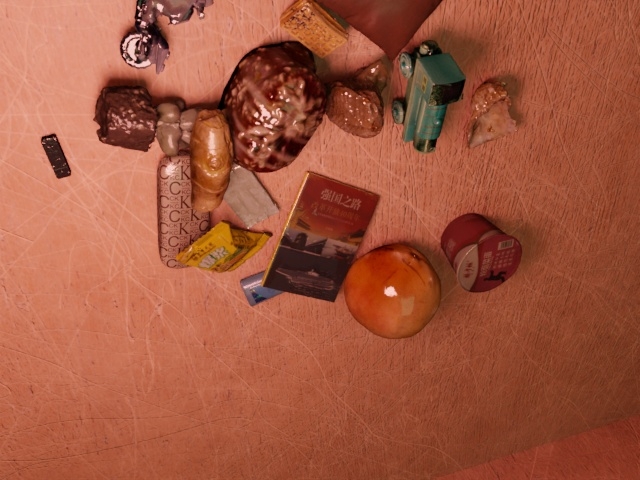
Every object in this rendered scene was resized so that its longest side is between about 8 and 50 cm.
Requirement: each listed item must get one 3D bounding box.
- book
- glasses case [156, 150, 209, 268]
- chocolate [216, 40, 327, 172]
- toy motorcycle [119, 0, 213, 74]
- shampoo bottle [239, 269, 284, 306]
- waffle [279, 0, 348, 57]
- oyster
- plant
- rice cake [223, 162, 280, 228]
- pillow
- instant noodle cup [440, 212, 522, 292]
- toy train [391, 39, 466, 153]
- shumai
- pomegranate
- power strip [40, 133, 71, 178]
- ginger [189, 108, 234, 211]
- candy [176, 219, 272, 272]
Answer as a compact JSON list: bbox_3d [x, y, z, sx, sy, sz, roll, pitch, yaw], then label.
[{"bbox_3d":[0.000,0.000,1.880,0.262,0.028,0.374,16,105,-29],"label":"book"},{"bbox_3d":[-0.370,-0.076,1.685,0.137,0.085,0.354,-8,127,-24],"label":"glasses case"},{"bbox_3d":[-0.113,-0.311,1.538,0.225,0.210,0.340,20,116,-34],"label":"chocolate"},{"bbox_3d":[-0.336,-0.497,1.383,0.159,0.106,0.270,17,113,-24],"label":"toy motorcycle"},{"bbox_3d":[-0.116,0.116,1.945,0.258,0.061,0.104,-23,129,-5],"label":"shampoo bottle"},{"bbox_3d":[-0.016,-0.512,1.504,0.148,0.042,0.102,29,147,-36],"label":"waffle"},{"bbox_3d":[0.492,-0.372,1.819,0.161,0.107,0.232,-23,148,-11],"label":"oyster"},{"bbox_3d":[-0.389,-0.281,1.484,0.275,0.149,0.146,3,169,-40],"label":"plant"},{"bbox_3d":[-0.212,-0.132,1.738,0.124,0.038,0.211,-29,130,0],"label":"rice cake"},{"bbox_3d":[0.164,-0.625,1.479,0.305,0.108,0.308,26,116,-33],"label":"pillow"},{"bbox_3d":[0.516,0.031,2.057,0.235,0.178,0.234,-11,127,-15],"label":"instant noodle cup"},{"bbox_3d":[0.277,-0.366,1.638,0.120,0.194,0.298,-13,145,-12],"label":"toy train"},{"bbox_3d":[0.113,-0.372,1.613,0.175,0.206,0.166,-40,138,-18],"label":"shumai"},{"bbox_3d":[0.225,0.168,1.979,0.319,0.319,0.319,-11,128,-14],"label":"pomegranate"},{"bbox_3d":[-0.644,-0.205,1.520,0.038,0.029,0.111,-16,126,-10],"label":"power strip"},{"bbox_3d":[-0.268,-0.189,1.510,0.109,0.116,0.263,-46,159,-45],"label":"ginger"},{"bbox_3d":[-0.259,0.022,1.749,0.187,0.081,0.297,-41,158,14],"label":"candy"}]
